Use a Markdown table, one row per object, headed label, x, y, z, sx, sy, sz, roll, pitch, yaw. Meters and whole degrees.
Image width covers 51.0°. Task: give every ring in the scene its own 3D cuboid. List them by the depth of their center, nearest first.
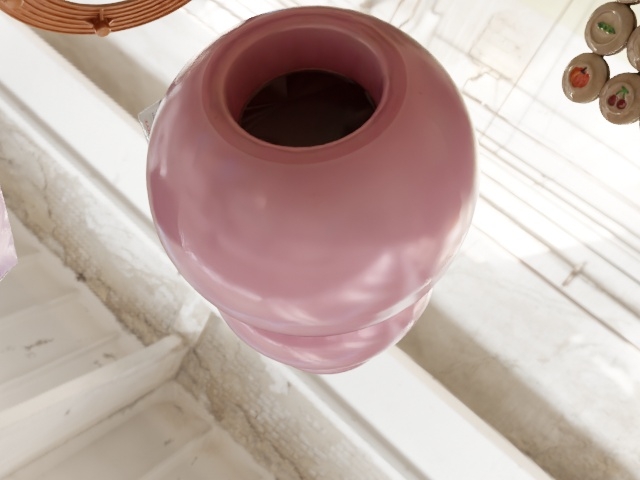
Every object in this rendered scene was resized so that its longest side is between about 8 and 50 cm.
| label | x | y | z | sx | sy | sz | roll | pitch | yaw |
| --- | --- | --- | --- | --- | --- | --- | --- | --- | --- |
| ring | -0.249 | -0.353 | 0.821 | 0.336 | 0.336 | 0.032 | -8 | -110 | -48 |

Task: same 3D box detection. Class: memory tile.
| label | x | y | z | sx | sy | sz | roll | pitch | yaw |
| --- | --- | --- | --- | --- | --- | --- | --- | --- | --- |
| memory tile | 0.231 | -0.119 | 0.436 | 0.012 | 0.113 | 0.148 | 0 | -146 | -36 |

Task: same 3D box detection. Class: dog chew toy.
| label | x | y | z | sx | sy | sz | roll | pitch | yaw |
| --- | --- | --- | --- | --- | --- | --- | --- | --- | --- |
| dog chew toy | 0.000 | 0.000 | 0.491 | 0.206 | 0.332 | 0.207 | -2 | -121 | 3 |

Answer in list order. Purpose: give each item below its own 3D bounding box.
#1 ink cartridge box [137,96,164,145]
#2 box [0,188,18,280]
| label | x | y | z | sx | sy | sz | roll | pitch | yaw |
| --- | --- | --- | --- | --- | --- | --- | --- | --- | --- |
| ink cartridge box | -0.143 | -0.123 | 0.795 | 0.063 | 0.150 | 0.109 | -21 | -85 | -42 |
| box | -0.430 | 0.018 | 0.558 | 0.242 | 0.117 | 0.214 | 10 | -144 | 5 |
